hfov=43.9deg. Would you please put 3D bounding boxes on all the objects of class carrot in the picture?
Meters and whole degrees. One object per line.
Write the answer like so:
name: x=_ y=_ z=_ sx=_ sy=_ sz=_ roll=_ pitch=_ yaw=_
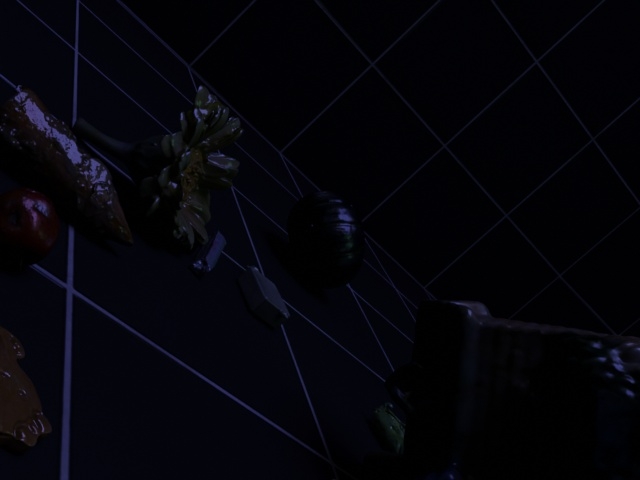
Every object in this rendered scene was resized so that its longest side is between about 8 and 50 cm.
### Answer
carrot: x=-0.350 y=-0.087 z=1.096 sx=0.263 sy=0.102 sz=0.102 roll=51 pitch=8 yaw=-18

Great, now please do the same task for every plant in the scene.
plant: x=-0.268 y=-0.104 z=1.354 sx=0.306 sy=0.296 sz=0.261 roll=116 pitch=-31 yaw=-56

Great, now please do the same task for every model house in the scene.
model house: x=0.232 y=0.319 z=1.133 sx=0.399 sy=0.446 sz=0.395 roll=10 pitch=1 yaw=22

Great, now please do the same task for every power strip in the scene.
power strip: x=-0.114 y=0.094 z=1.496 sx=0.075 sy=0.042 sz=0.175 roll=40 pitch=11 yaw=-36

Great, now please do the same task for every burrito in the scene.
burrito: x=0.187 y=0.424 z=1.457 sx=0.104 sy=0.054 sz=0.288 roll=35 pitch=16 yaw=-54

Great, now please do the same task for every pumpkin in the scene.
pumpkin: x=0.000 y=0.000 z=1.950 sx=0.250 sy=0.216 sz=0.250 roll=169 pitch=-90 yaw=-90

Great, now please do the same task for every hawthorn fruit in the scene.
hawthorn fruit: x=-0.334 y=-0.011 z=0.882 sx=0.093 sy=0.093 sz=0.093 roll=46 pitch=10 yaw=-10

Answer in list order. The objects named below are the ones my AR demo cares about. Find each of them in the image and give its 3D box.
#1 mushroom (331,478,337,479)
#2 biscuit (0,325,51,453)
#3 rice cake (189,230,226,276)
mushroom: x=-0.008 y=0.333 z=0.987 sx=0.061 sy=0.060 sz=0.187 roll=41 pitch=4 yaw=7
biscuit: x=-0.306 y=0.101 z=0.693 sx=0.133 sy=0.027 sz=0.184 roll=37 pitch=14 yaw=-53
rice cake: x=-0.201 y=0.023 z=1.432 sx=0.033 sy=0.033 sz=0.208 roll=55 pitch=9 yaw=-12
